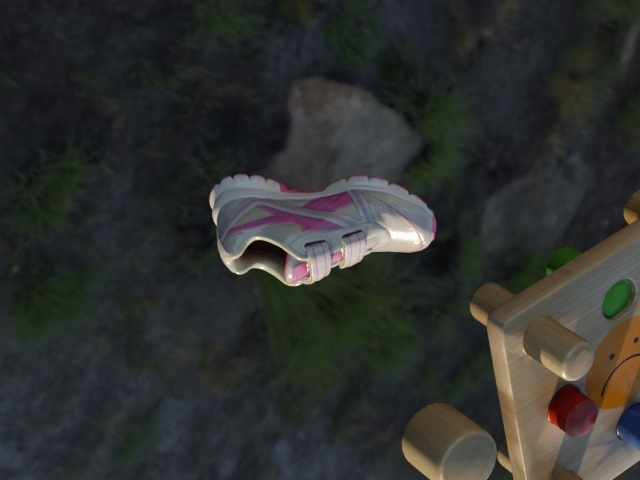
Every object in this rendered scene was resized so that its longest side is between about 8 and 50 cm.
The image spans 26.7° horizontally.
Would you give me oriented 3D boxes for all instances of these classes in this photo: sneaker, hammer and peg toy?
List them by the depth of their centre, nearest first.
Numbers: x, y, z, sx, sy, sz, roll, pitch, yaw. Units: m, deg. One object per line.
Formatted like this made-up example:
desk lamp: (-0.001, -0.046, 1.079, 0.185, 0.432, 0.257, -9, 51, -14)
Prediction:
hammer and peg toy: (0.222, 0.135, 1.196, 0.361, 0.127, 0.266, -30, 128, -20)
sneaker: (0.000, 0.000, 1.475, 0.103, 0.252, 0.111, 81, 11, -55)
